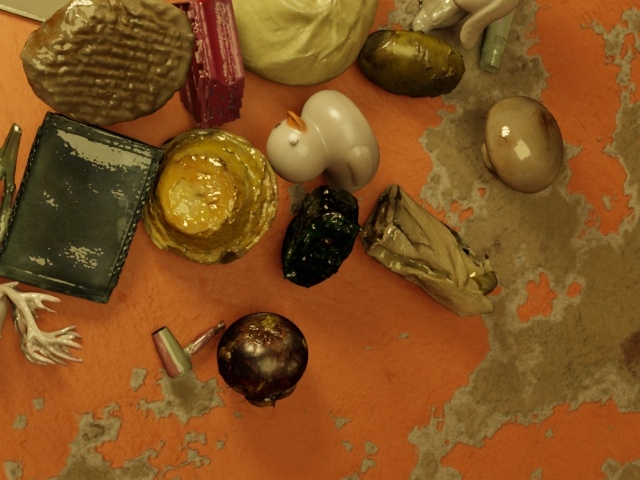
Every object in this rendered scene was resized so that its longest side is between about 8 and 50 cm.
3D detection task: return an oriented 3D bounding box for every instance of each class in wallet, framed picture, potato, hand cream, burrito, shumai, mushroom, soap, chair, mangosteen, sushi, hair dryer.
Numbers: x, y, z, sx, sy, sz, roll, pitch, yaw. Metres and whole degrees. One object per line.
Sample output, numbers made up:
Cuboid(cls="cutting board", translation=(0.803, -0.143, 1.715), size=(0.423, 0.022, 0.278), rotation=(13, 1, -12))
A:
Cuboid(cls="wallet", translation=(-0.471, -0.061, 1.687), size=(0.237, 0.075, 0.342), rotation=(16, 105, -23))
Cuboid(cls="framed picture", translation=(-0.536, -0.526, 1.673), size=(0.150, 0.015, 0.203), rotation=(13, 92, -19))
Cuboid(cls="potato", translation=(0.195, -0.379, 1.874), size=(0.251, 0.113, 0.149), rotation=(7, 138, -24))
Cuboid(cls="hand cream", translation=(0.407, -0.489, 1.983), size=(0.078, 0.050, 0.205), rotation=(14, 87, -20))
Cuboid(cls="burrito", translation=(0.245, 0.042, 1.930), size=(0.331, 0.190, 0.135), rotation=(37, 119, -16))
Cuboid(cls="shumai", translation=(-0.427, -0.369, 1.602), size=(0.314, 0.262, 0.267), rotation=(-17, 128, -33))
Cuboid(cls="mushroom", translation=(0.448, -0.215, 1.968), size=(0.226, 0.178, 0.227), rotation=(9, 78, -49))
Cuboid(cls="soap", translation=(-0.229, -0.349, 1.712), size=(0.099, 0.162, 0.250), rotation=(-17, 110, -29))
Cuboid(cls="chair", translation=(-0.668, -0.094, 1.583), size=(0.203, 0.274, 0.191), rotation=(10, 68, -18))
Cuboid(cls="mangosteen", translation=(-0.120, 0.261, 1.823), size=(0.192, 0.192, 0.217), rotation=(-13, 131, -17))
Cuboid(cls="sushi", translation=(0.000, 0.000, 1.799), size=(0.124, 0.127, 0.225), rotation=(18, 133, -20))
Cuboid(cls="hair dryer", translation=(-0.269, 0.211, 1.829), size=(0.154, 0.054, 0.106), rotation=(-26, 99, -25))

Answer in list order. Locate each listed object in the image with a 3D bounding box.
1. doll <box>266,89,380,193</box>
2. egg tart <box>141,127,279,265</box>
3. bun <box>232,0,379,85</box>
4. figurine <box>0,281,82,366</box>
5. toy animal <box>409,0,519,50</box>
Cuboid(cls="doll", translation=(-0.001, -0.183, 1.782), size=(0.221, 0.221, 0.251), rotation=(-41, 140, -11))
Cuboid(cls="egg tart", translation=(-0.230, -0.088, 1.726), size=(0.294, 0.116, 0.295), rotation=(0, 93, 7))
Cuboid(cls="bun", translation=(-0.037, -0.495, 1.750), size=(0.364, 0.202, 0.365), rotation=(-1, 94, -17))
Cuboid(cls="figurine", translation=(-0.623, 0.193, 1.637), size=(0.316, 0.206, 0.284), rotation=(-46, 102, -3))
Cuboid(cls="toy animal", translation=(0.318, -0.533, 1.845), size=(0.174, 0.289, 0.249), rotation=(0, 116, -21))
